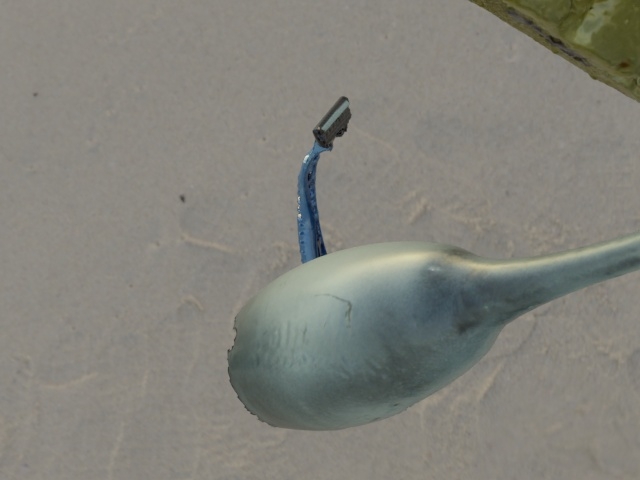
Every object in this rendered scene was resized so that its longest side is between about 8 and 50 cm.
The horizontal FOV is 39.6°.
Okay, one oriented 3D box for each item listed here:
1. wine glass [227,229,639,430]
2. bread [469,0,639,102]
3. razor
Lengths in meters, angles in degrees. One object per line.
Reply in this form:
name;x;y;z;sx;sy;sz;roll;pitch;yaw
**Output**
wine glass;0.074;0.105;0.376;0.310;0.096;0.264;-25;60;47
bread;0.085;-0.108;0.350;0.049;0.226;0.088;-60;32;14
razor;0.000;0.000;0.800;0.042;0.253;0.082;8;32;15
